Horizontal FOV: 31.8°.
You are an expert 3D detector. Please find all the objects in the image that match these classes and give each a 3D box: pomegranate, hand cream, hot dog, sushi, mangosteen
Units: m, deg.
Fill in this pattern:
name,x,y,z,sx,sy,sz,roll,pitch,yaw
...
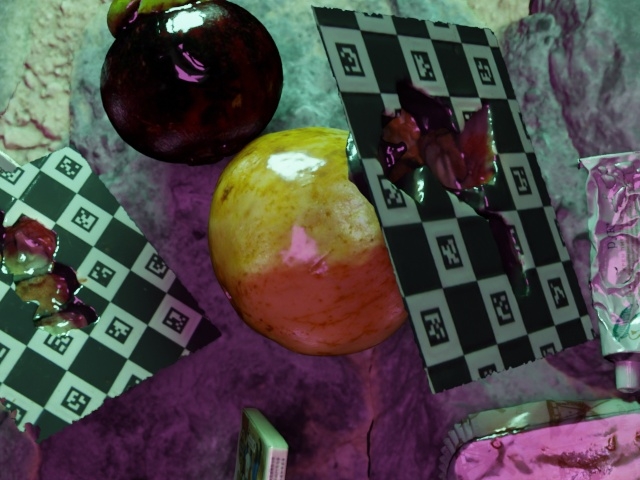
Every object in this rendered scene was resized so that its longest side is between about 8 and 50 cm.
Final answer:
name,x,y,z,sx,sy,sz,roll,pitch,yaw
pomegranate,0.000,0.000,1.164,0.248,0.248,0.248,0,90,9
hand cream,0.324,0.033,1.196,0.084,0.050,0.256,-4,86,6
hot dog,0.258,0.240,1.194,0.268,0.075,0.144,-7,93,6
sushi,-0.297,0.058,1.242,0.290,0.264,0.050,53,140,8
sushi,0.120,-0.041,1.101,0.064,0.343,0.359,-23,81,36
mangosteen,-0.139,-0.180,1.200,0.210,0.210,0.209,0,90,9

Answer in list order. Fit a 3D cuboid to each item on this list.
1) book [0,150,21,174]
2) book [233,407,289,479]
name,x,y,z,sx,sy,sz,roll,pitch,yaw
book,-0.385,0.000,1.330,0.127,0.014,0.181,36,96,8
book,-0.075,0.326,1.188,0.027,0.202,0.264,7,91,-13
